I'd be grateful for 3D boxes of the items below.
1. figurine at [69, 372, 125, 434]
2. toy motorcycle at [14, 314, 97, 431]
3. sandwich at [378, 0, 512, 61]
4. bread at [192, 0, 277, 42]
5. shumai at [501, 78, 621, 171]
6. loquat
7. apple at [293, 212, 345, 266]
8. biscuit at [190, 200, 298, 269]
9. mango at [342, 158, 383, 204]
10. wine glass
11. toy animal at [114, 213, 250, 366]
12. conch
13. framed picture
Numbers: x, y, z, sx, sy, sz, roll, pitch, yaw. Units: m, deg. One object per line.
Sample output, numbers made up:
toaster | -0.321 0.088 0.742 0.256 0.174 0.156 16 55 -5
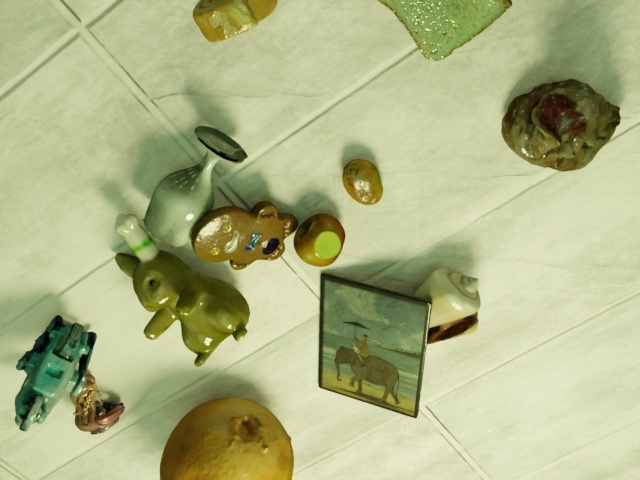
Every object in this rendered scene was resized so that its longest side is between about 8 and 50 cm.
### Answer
figurine | -0.557 0.402 1.850 0.114 0.126 0.157 -50 121 -22
toy motorcycle | -0.609 0.303 1.715 0.154 0.260 0.206 31 157 -18
sandwich | 0.209 -0.449 1.368 0.186 0.065 0.215 -35 116 19
bread | -0.149 -0.408 1.351 0.149 0.122 0.073 -21 123 12
shumai | 0.475 -0.201 1.458 0.218 0.185 0.184 22 119 -14
loquat | -0.222 0.539 1.825 0.328 0.328 0.328 -1 122 -1
apple | 0.000 0.000 1.624 0.102 0.099 0.114 36 85 -28
biscuit | -0.159 -0.008 1.589 0.236 0.039 0.180 3 129 -36
mango | 0.090 -0.119 1.578 0.079 0.057 0.114 -31 126 12
wine glass | -0.258 -0.106 1.535 0.126 0.126 0.241 29 114 -18
toy animal | -0.322 0.114 1.632 0.363 0.180 0.181 33 134 -22
conch | 0.268 0.142 1.725 0.158 0.127 0.255 36 140 -23
framed picture | 0.116 0.247 1.765 0.265 0.016 0.347 15 124 19
